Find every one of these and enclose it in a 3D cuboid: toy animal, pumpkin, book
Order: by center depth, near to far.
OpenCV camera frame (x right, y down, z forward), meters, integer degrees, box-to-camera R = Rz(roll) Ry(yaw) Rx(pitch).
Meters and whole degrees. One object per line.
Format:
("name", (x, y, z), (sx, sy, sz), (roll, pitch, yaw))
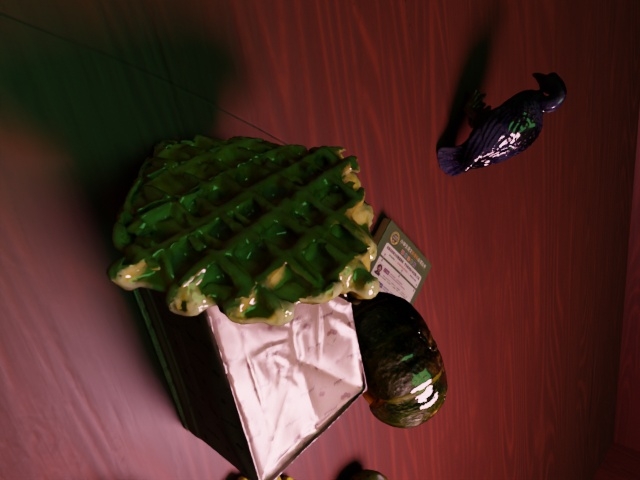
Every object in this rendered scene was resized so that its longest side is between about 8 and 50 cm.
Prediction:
("pumpkin", (0.120, 0.196, 0.813), (0.159, 0.238, 0.238), (-27, 119, -16))
("book", (0.129, 0.116, 0.987), (0.202, 0.027, 0.264), (41, 72, -40))
("toy animal", (0.392, -0.256, 1.050), (0.298, 0.185, 0.122), (-45, 134, -4))

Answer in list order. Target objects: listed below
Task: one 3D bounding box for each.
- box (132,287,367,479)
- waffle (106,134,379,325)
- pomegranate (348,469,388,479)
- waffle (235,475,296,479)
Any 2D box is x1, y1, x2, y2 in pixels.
("box", (-0.089, 0.130, 0.670), (0.225, 0.190, 0.298), (-29, 119, -38))
("waffle", (-0.075, -0.039, 0.547), (0.296, 0.317, 0.073), (5, 133, -11))
("pomegranate", (0.102, 0.548, 0.991), (0.130, 0.130, 0.131), (-12, 107, -42))
("waffle", (-0.124, 0.524, 0.821), (0.254, 0.052, 0.245), (-51, 128, -25))
